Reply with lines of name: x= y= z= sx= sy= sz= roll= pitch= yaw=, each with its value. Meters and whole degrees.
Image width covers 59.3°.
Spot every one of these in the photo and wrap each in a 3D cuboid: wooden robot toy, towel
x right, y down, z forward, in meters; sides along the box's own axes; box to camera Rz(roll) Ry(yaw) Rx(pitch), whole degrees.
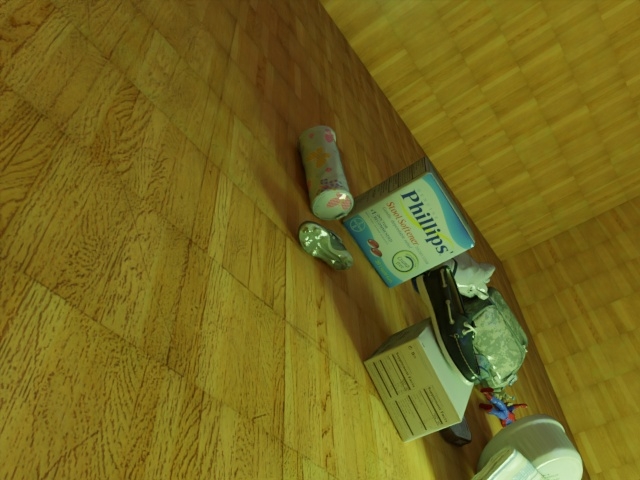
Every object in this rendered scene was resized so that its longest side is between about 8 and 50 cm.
wooden robot toy: x=0.654 y=0.574 z=2.103 sx=0.173 sy=0.076 sz=0.079 roll=46 pitch=-10 yaw=-33
towel: x=0.443 y=0.619 z=1.357 sx=0.285 sy=0.209 sz=0.034 roll=45 pitch=-1 yaw=-34

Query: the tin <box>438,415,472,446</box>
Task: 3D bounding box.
tin: x=0.362 y=0.502 z=1.537 sx=0.190 sy=0.040 sz=0.106 roll=35 pitch=37 yaw=-49

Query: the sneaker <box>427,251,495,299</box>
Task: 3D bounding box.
sneaker: x=0.508 y=0.081 z=2.063 sx=0.210 sy=0.137 sz=0.366 roll=21 pitch=34 yaw=-6

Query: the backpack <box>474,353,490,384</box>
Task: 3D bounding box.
backpack: x=0.487 y=0.417 z=1.818 sx=0.105 sy=0.114 sz=0.084 roll=46 pitch=45 yaw=-37

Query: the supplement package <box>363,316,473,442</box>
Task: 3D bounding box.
supplement package: x=0.244 y=0.320 z=1.347 sx=0.204 sy=0.145 sz=0.262 roll=63 pitch=21 yaw=6

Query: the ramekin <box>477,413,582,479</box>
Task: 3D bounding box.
ramekin: x=0.566 y=0.610 z=1.498 sx=0.273 sy=0.273 sz=0.127 roll=47 pitch=4 yaw=-32

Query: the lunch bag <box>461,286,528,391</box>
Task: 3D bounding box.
lunch bag: x=0.591 y=0.357 z=2.028 sx=0.305 sy=0.212 sz=0.256 roll=58 pitch=37 yaw=-4

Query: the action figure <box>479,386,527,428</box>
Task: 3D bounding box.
action figure: x=0.671 y=0.603 z=1.968 sx=0.280 sy=0.139 sz=0.091 roll=44 pitch=51 yaw=-42

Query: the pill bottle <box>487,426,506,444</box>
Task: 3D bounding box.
pill bottle: x=0.573 y=0.645 z=1.709 sx=0.219 sy=0.123 sz=0.122 roll=16 pitch=48 yaw=-62

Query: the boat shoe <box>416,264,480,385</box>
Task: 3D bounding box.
boat shoe: x=0.325 y=0.195 z=1.361 sx=0.114 sy=0.091 sz=0.302 roll=28 pitch=36 yaw=-53

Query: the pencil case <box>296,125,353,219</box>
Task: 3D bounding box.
pencil case: x=0.010 y=-0.183 z=1.509 sx=0.124 sy=0.113 sz=0.273 roll=66 pitch=9 yaw=-50

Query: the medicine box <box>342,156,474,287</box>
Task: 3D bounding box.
medicine box: x=0.256 y=-0.050 z=1.646 sx=0.263 sy=0.289 sz=0.149 roll=54 pitch=22 yaw=-17

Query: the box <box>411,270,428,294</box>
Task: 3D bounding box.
box: x=0.357 y=0.113 z=2.027 sx=0.136 sy=0.036 sz=0.225 roll=41 pitch=29 yaw=-41

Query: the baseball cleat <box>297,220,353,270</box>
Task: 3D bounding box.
baseball cleat: x=0.000 y=0.000 z=1.335 sx=0.206 sy=0.072 sz=0.109 roll=46 pitch=11 yaw=-44
